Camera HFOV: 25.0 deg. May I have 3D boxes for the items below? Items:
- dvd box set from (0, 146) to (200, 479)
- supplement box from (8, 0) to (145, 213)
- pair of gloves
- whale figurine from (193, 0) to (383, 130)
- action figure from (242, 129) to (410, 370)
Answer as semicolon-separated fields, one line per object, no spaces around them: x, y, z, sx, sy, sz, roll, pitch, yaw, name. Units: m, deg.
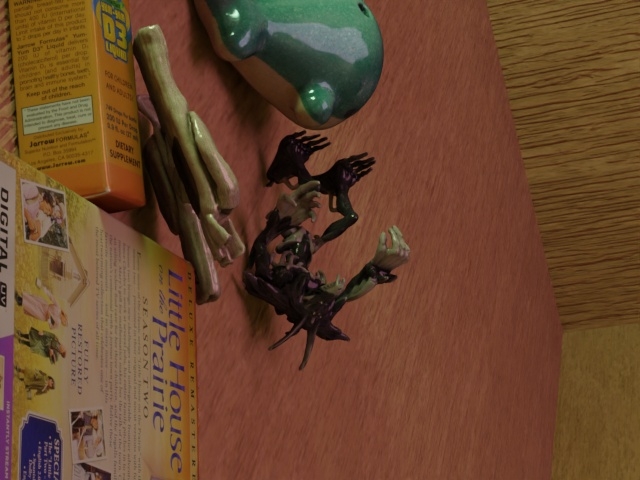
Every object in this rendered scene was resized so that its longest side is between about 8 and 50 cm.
-0.198;0.112;1.036;0.420;0.062;0.308;38;47;-66;dvd box set
-0.196;-0.139;1.150;0.078;0.080;0.233;22;59;-72;supplement box
-0.113;-0.060;1.244;0.240;0.042;0.204;116;-46;-72;pair of gloves
-0.028;-0.230;1.606;0.272;0.141;0.216;18;43;-58;whale figurine
0.000;0.000;1.585;0.164;0.141;0.276;29;44;-29;action figure
